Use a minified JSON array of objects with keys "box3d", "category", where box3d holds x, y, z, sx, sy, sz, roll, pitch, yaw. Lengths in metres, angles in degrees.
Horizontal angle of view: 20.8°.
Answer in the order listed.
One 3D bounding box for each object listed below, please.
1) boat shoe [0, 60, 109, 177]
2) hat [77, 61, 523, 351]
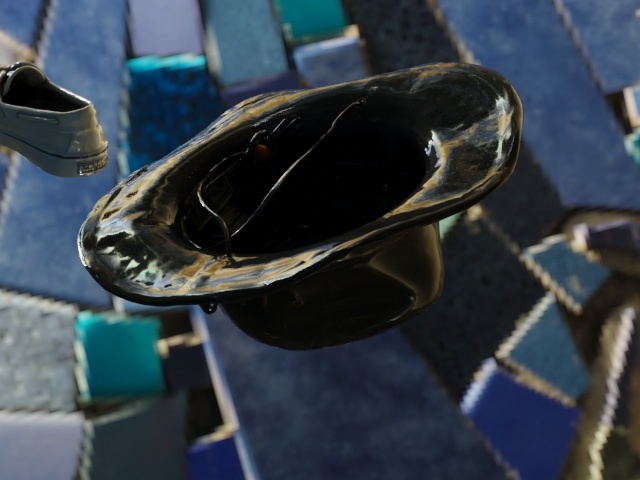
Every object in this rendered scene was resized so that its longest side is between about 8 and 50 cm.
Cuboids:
[{"box3d":[-0.311,-0.146,1.826,0.258,0.095,0.084,23,127,36],"category":"boat shoe"},{"box3d":[0.000,0.000,1.252,0.331,0.331,0.134,33,148,60],"category":"hat"}]
